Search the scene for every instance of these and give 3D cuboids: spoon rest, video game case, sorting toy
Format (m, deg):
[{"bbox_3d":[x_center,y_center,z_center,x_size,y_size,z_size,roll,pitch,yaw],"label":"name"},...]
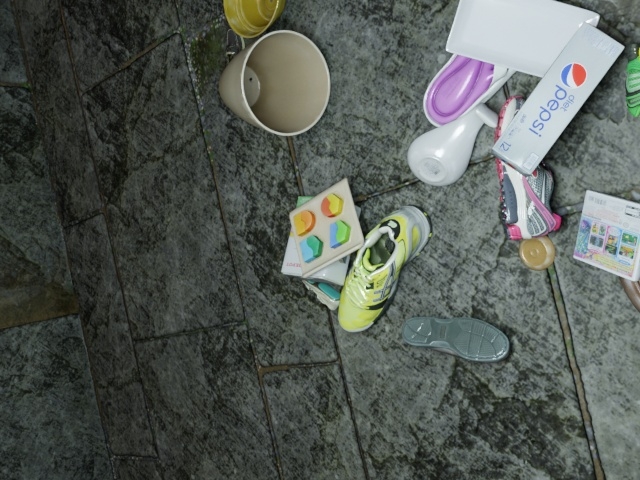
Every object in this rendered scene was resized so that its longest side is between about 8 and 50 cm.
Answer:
[{"bbox_3d":[0.295,-0.212,1.539,0.137,0.084,0.276,39,143,-6],"label":"spoon rest"},{"bbox_3d":[0.566,-0.012,1.356,0.157,0.019,0.143,32,120,60],"label":"video game case"},{"bbox_3d":[0.007,-0.033,1.721,0.193,0.038,0.208,-30,55,29],"label":"sorting toy"}]

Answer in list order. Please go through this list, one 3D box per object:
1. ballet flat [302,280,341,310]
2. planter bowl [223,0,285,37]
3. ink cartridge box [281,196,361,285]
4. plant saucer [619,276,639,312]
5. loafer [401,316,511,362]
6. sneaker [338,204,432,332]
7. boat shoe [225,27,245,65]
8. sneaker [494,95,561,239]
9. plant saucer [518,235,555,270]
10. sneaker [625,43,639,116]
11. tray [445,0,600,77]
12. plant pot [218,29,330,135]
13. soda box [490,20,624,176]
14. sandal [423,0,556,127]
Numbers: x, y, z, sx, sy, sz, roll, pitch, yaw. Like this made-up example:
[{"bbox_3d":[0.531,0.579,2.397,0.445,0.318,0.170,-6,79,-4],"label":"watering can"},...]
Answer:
[{"bbox_3d":[-0.010,0.128,1.909,0.168,0.057,0.052,44,133,28],"label":"ballet flat"},{"bbox_3d":[-0.159,-0.655,1.887,0.217,0.090,0.217,7,101,41],"label":"planter bowl"},{"bbox_3d":[0.000,0.000,1.806,0.154,0.093,0.212,4,75,41],"label":"ink cartridge box"},{"bbox_3d":[0.693,0.043,1.272,0.310,0.050,0.311,8,102,42],"label":"plant saucer"},{"bbox_3d":[0.323,0.231,1.627,0.267,0.084,0.096,7,70,37],"label":"loafer"},{"bbox_3d":[0.122,0.075,1.720,0.145,0.147,0.385,41,123,27],"label":"sneaker"},{"bbox_3d":[-0.249,-0.540,2.013,0.056,0.049,0.152,-10,90,43],"label":"boat shoe"},{"bbox_3d":[0.424,-0.152,1.450,0.112,0.121,0.299,-6,87,9],"label":"sneaker"},{"bbox_3d":[0.461,0.025,1.497,0.083,0.015,0.083,8,103,40],"label":"plant saucer"},{"bbox_3d":[0.692,-0.255,1.186,0.343,0.134,0.146,22,118,47],"label":"sneaker"},{"bbox_3d":[0.398,-0.413,1.388,0.270,0.030,0.145,16,105,2],"label":"tray"},{"bbox_3d":[-0.154,-0.411,1.846,0.274,0.256,0.257,16,108,56],"label":"plant pot"},{"bbox_3d":[0.446,-0.263,1.331,0.091,0.098,0.286,36,98,9],"label":"soda box"},{"bbox_3d":[0.347,-0.407,1.468,0.169,0.102,0.416,46,124,27],"label":"sandal"}]
